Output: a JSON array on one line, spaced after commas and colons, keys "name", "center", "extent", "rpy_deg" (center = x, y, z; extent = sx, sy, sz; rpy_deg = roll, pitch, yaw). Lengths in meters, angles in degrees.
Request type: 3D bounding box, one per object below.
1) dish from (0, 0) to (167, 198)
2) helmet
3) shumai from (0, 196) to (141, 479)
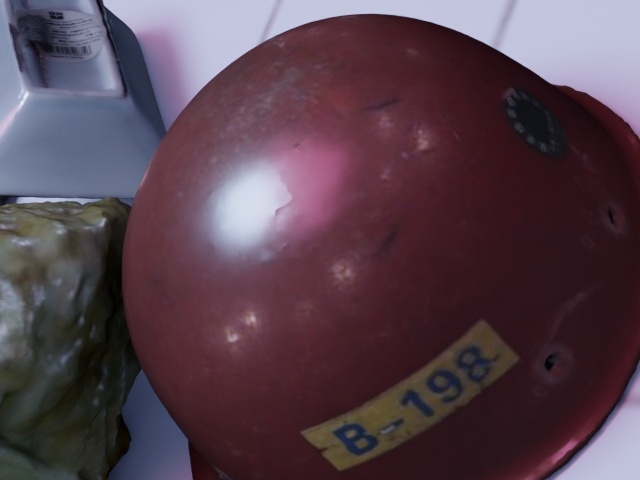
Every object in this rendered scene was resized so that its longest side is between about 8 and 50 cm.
[{"name": "dish", "center": [-0.214, -0.137, 1.344], "extent": [0.243, 0.182, 0.080], "rpy_deg": [-113, 31, -46]}, {"name": "helmet", "center": [0.000, 0.000, 1.021], "extent": [0.385, 0.230, 0.337], "rpy_deg": [-33, 44, 17]}, {"name": "shumai", "center": [-0.236, 0.126, 1.132], "extent": [0.330, 0.292, 0.288], "rpy_deg": [-11, 85, 48]}]
